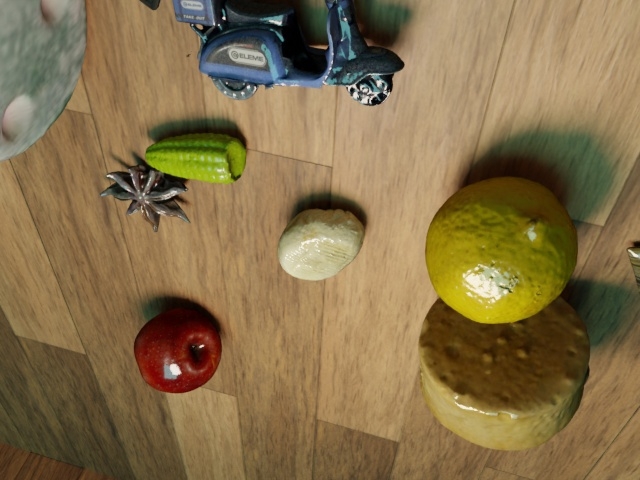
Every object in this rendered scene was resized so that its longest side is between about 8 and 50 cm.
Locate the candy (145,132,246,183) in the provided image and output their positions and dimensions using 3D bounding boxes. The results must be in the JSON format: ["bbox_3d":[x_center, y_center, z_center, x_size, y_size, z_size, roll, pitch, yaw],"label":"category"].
[{"bbox_3d":[-0.246,-0.160,1.339,0.210,0.096,0.096,5,137,21],"label":"candy"}]

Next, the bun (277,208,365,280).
[{"bbox_3d":[0.000,0.000,1.402,0.164,0.111,0.188,17,139,-22],"label":"bun"}]

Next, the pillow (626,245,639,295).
[{"bbox_3d":[0.632,0.078,1.264,0.113,0.038,0.203,-6,132,32],"label":"pillow"}]

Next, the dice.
[{"bbox_3d":[-0.597,-0.334,1.102,0.328,0.348,0.330,20,138,4],"label":"dice"}]

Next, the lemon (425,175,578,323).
[{"bbox_3d":[0.300,0.017,1.178,0.267,0.267,0.267,12,139,11],"label":"lemon"}]

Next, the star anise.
[{"bbox_3d":[-0.362,-0.094,1.478,0.205,0.061,0.180,-18,121,33],"label":"star anise"}]

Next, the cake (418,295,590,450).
[{"bbox_3d":[0.358,0.276,1.389,0.332,0.332,0.321,5,143,18],"label":"cake"}]

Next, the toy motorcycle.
[{"bbox_3d":[-0.047,-0.315,1.057,0.359,0.125,0.212,11,134,16],"label":"toy motorcycle"}]

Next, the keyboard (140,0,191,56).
[{"bbox_3d":[-0.297,-0.425,1.032,0.381,0.041,0.103,47,140,8],"label":"keyboard"}]

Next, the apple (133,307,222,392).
[{"bbox_3d":[-0.362,0.280,1.772,0.201,0.218,0.218,-20,125,39],"label":"apple"}]
